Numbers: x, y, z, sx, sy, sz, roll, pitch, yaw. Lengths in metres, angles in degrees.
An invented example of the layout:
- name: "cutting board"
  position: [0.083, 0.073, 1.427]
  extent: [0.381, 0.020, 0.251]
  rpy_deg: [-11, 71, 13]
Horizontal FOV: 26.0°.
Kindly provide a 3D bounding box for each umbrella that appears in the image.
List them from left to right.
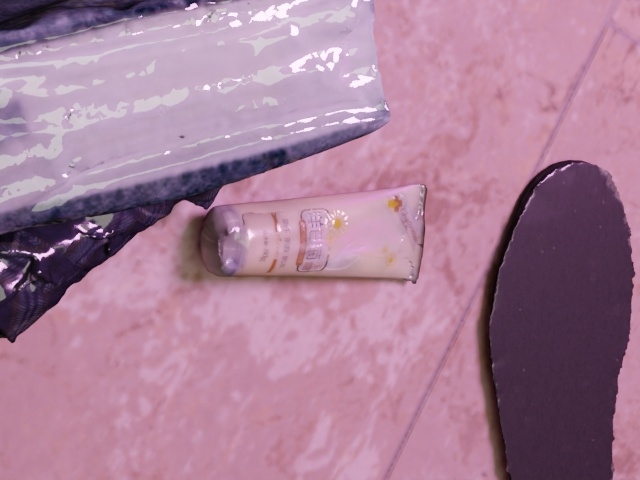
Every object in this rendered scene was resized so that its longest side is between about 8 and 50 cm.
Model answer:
- name: "umbrella"
  position: [-0.095, -0.037, 0.726]
  extent: [0.224, 0.080, 0.071]
  rpy_deg: [-34, 78, -18]

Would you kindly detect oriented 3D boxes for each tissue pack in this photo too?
- name: "tissue pack"
  position: [-0.111, -0.074, 0.601]
  extent: [0.185, 0.257, 0.081]
  rpy_deg: [-15, 109, -22]

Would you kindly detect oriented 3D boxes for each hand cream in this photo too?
- name: "hand cream"
  position: [0.000, 0.000, 0.792]
  extent: [0.143, 0.039, 0.061]
  rpy_deg: [-3, 100, -29]

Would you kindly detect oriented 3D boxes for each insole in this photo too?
- name: "insole"
  position: [0.158, 0.102, 0.897]
  extent: [0.110, 0.012, 0.309]
  rpy_deg: [-11, 106, -23]
